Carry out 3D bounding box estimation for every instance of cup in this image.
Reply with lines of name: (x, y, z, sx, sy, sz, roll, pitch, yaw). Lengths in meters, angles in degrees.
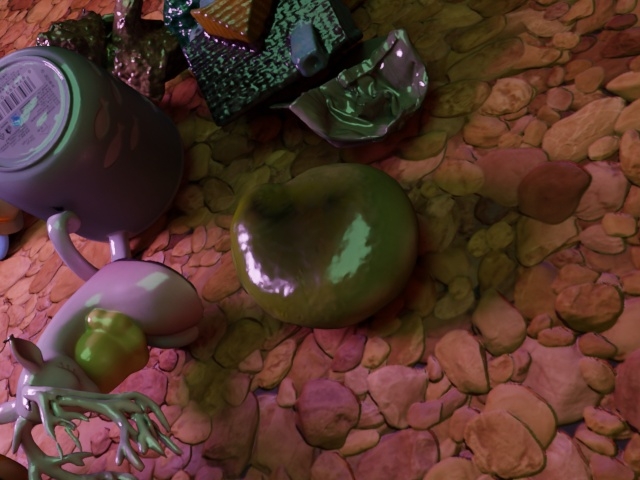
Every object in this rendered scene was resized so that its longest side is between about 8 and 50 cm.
cup: (-0.380, -0.104, 1.299, 0.259, 0.274, 0.357, -17, 71, 14)

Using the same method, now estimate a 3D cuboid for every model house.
model house: (-0.100, -0.312, 1.321, 0.280, 0.230, 0.249, -31, 36, 20)

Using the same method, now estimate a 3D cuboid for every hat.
hat: (0.049, -0.211, 1.272, 0.214, 0.149, 0.244, -35, 4, -10)

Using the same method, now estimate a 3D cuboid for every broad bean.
broad bean: (0.000, 0.000, 1.095, 0.291, 0.119, 0.238, 17, 67, 41)

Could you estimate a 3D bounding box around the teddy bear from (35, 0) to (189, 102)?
teddy bear: (-0.337, -0.363, 1.505, 0.296, 0.222, 0.246, -60, 5, -25)

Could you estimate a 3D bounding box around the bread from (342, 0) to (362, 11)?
bread: (0.049, -0.475, 1.467, 0.245, 0.094, 0.102, -42, 38, -1)

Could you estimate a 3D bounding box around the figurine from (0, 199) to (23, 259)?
figurine: (-0.664, -0.033, 1.580, 0.262, 0.153, 0.180, -39, 50, 27)

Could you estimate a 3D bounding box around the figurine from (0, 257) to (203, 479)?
figurine: (-0.265, 0.182, 1.055, 0.284, 0.206, 0.316, 31, 50, 11)

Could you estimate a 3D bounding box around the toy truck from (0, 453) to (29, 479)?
toy truck: (-0.471, 0.360, 1.034, 0.211, 0.204, 0.288, 29, 70, 18)
